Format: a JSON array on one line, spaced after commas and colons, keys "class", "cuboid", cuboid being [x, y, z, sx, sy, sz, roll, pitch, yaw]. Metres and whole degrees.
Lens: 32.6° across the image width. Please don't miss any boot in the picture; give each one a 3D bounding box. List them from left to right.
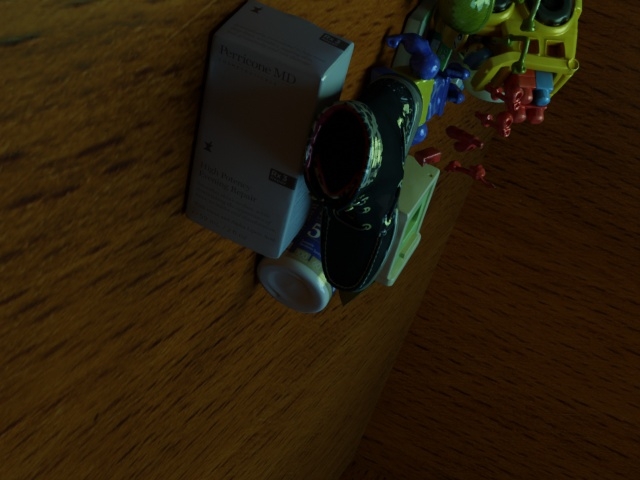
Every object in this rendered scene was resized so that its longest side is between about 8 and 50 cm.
[{"class": "boot", "cuboid": [0.025, -0.043, 1.077, 0.178, 0.085, 0.236, -34, 141, -67]}]

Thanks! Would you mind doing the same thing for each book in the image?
[{"class": "book", "cuboid": [0.147, -0.311, 1.764, 0.096, 0.035, 0.144, -57, 165, -49]}]

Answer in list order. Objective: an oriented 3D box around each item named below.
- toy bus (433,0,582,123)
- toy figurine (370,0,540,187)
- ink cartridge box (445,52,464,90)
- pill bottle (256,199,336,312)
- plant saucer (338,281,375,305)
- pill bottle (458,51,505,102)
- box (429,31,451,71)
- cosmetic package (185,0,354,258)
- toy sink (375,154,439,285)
[{"class": "toy bus", "cuboid": [0.296, -0.293, 1.734, 0.149, 0.220, 0.211, 127, -32, -69]}, {"class": "toy figurine", "cuboid": [0.160, -0.224, 1.629, 0.217, 0.191, 0.363, -21, 138, -34]}, {"class": "ink cartridge box", "cuboid": [0.279, -0.386, 2.100, 0.180, 0.060, 0.104, -65, 168, 6]}, {"class": "pill bottle", "cuboid": [0.000, 0.000, 1.555, 0.187, 0.112, 0.112, -58, 167, -32]}, {"class": "plant saucer", "cuboid": [0.104, 0.018, 2.116, 0.188, 0.045, 0.188, -58, -173, -31]}, {"class": "pill bottle", "cuboid": [0.321, -0.392, 1.926, 0.162, 0.162, 0.278, -56, 156, -36]}, {"class": "box", "cuboid": [0.200, -0.311, 1.908, 0.179, 0.043, 0.105, -39, 152, -81]}, {"class": "cosmetic package", "cuboid": [-0.055, -0.105, 1.081, 0.085, 0.117, 0.231, -55, 164, -46]}, {"class": "toy sink", "cuboid": [0.106, -0.023, 1.926, 0.153, 0.131, 0.234, -51, 163, -47]}]
